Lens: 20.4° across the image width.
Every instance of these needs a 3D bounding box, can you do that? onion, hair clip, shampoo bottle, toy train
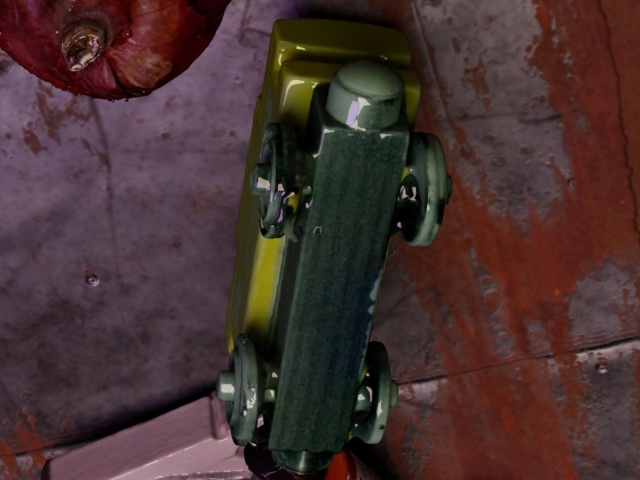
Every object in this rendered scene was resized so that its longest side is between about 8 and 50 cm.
[{"bbox_3d":[-0.197,-0.227,1.601,0.252,0.219,0.252,-1,135,-1],"label":"onion"},{"bbox_3d":[-0.144,0.228,1.955,0.331,0.085,0.101,-24,131,14],"label":"hair clip"},{"bbox_3d":[0.007,0.271,1.894,0.104,0.104,0.278,-22,143,17],"label":"shampoo bottle"},{"bbox_3d":[0.000,0.000,1.694,0.179,0.272,0.442,4,123,-11],"label":"toy train"}]
